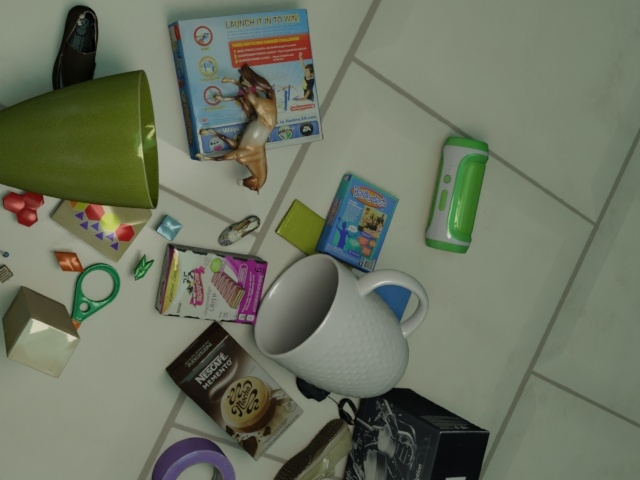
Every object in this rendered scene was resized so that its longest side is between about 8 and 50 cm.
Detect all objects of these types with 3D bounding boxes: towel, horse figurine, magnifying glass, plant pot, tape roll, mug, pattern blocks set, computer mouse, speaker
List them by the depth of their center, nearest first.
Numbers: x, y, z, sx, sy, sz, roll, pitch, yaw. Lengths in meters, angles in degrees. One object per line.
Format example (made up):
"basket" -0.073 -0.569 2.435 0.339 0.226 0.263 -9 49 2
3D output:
"plant pot" -0.483 -0.190 1.387 0.294 0.275 0.274 -4 101 -7
"pattern blocks set" -0.477 -0.058 1.535 0.285 0.026 0.325 -48 110 -14
"horse figurine" -0.163 -0.248 1.543 0.174 0.066 0.263 19 93 -22
"magnifying glass" -0.526 0.155 1.560 0.092 0.026 0.231 35 81 -27
"mug" 0.086 0.204 1.693 0.374 0.276 0.328 -38 124 21
"tape roll" -0.306 0.580 1.708 0.189 0.080 0.189 -5 100 -26
"towel" 0.000 0.000 1.789 0.237 0.021 0.102 35 78 -25
"computer mouse" 0.025 0.417 1.861 0.242 0.041 0.071 43 79 -26
"speaker" 0.364 -0.120 1.883 0.131 0.131 0.296 8 95 -27

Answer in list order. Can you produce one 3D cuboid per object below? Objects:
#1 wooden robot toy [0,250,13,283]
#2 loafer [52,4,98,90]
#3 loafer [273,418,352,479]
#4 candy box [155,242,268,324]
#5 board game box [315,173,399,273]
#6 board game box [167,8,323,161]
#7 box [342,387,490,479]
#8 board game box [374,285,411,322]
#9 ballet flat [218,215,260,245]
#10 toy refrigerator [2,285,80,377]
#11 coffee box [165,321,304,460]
"wooden robot toy" -0.680 0.013 1.428 0.076 0.079 0.173 -22 107 -21
"loafer" -0.500 -0.374 1.446 0.080 0.078 0.220 4 97 -26
"loafer" -0.011 0.587 1.839 0.268 0.102 0.092 -41 108 -14
"candy box" -0.253 0.104 1.654 0.233 0.071 0.159 9 96 -26
"board game box" 0.095 -0.041 1.798 0.160 0.047 0.210 26 80 -27
"board game box" -0.165 -0.355 1.608 0.308 0.086 0.302 -13 104 -23
"box" 0.231 0.595 1.830 0.179 0.312 0.343 10 94 -33
"board game box" 0.163 0.166 1.890 0.133 0.033 0.168 23 86 -21
"ballet flat" -0.190 -0.023 1.680 0.114 0.041 0.041 -34 112 -16
"toy refrigerator" -0.563 0.179 1.406 0.102 0.269 0.094 31 85 -28
"coffee box" -0.204 0.361 1.696 0.168 0.119 0.297 -45 115 -11
